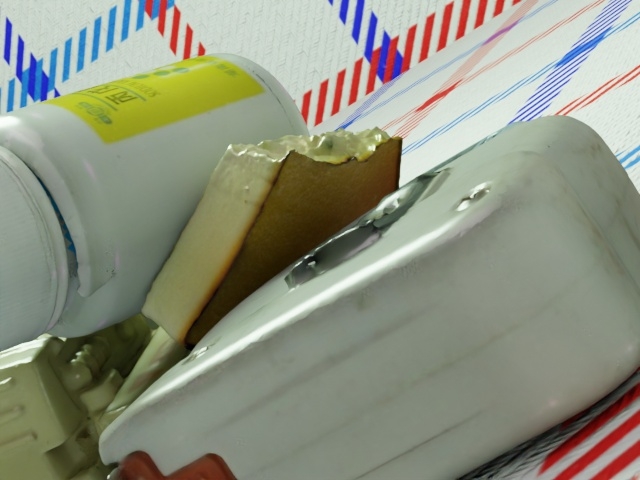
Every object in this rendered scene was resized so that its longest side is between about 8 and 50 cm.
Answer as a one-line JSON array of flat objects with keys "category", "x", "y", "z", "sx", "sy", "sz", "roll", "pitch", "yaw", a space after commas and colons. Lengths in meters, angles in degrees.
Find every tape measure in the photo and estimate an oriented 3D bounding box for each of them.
[{"category": "tape measure", "x": 0.040, "y": 0.046, "z": 0.874, "sx": 0.258, "sy": 0.130, "sz": 0.265, "roll": -33, "pitch": 7, "yaw": 23}]

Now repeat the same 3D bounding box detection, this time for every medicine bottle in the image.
[{"category": "medicine bottle", "x": -0.136, "y": -0.020, "z": 1.031, "sx": 0.258, "sy": 0.143, "sz": 0.143, "roll": -24, "pitch": 0, "yaw": -40}]

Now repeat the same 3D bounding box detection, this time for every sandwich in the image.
[{"category": "sandwich", "x": 0.000, "y": 0.000, "z": 1.036, "sx": 0.193, "sy": 0.058, "sz": 0.162, "roll": 16, "pitch": -73, "yaw": -54}]

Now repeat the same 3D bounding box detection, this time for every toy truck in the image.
[{"category": "toy truck", "x": -0.131, "y": 0.077, "z": 1.201, "sx": 0.254, "sy": 0.180, "sz": 0.405, "roll": -18, "pitch": 16, "yaw": 27}]

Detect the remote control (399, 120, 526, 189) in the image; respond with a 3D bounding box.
[{"category": "remote control", "x": 0.093, "y": -0.035, "z": 1.459, "sx": 0.244, "sy": 0.047, "sz": 0.087, "roll": -30, "pitch": 11, "yaw": 37}]
